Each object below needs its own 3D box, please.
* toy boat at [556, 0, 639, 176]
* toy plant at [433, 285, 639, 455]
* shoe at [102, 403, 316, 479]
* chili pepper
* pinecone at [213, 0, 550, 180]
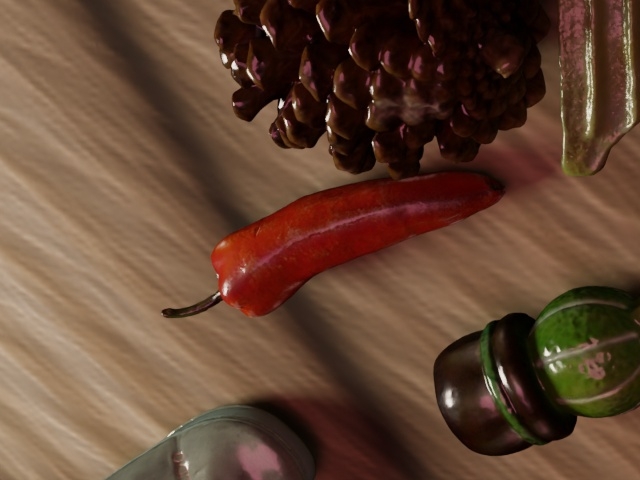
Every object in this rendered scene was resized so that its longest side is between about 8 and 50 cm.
[{"bbox_3d":[0.172,-0.179,0.900,0.084,0.111,0.276,-3,107,16],"label":"toy boat"},{"bbox_3d":[0.162,0.085,1.026,0.162,0.093,0.093,-24,102,28],"label":"toy plant"},{"bbox_3d":[-0.118,0.216,1.183,0.251,0.100,0.103,-32,97,31],"label":"shoe"},{"bbox_3d":[0.000,0.000,1.069,0.272,0.071,0.063,-24,62,22],"label":"chili pepper"},{"bbox_3d":[0.028,-0.130,0.941,0.212,0.169,0.186,-3,116,20],"label":"pinecone"}]
